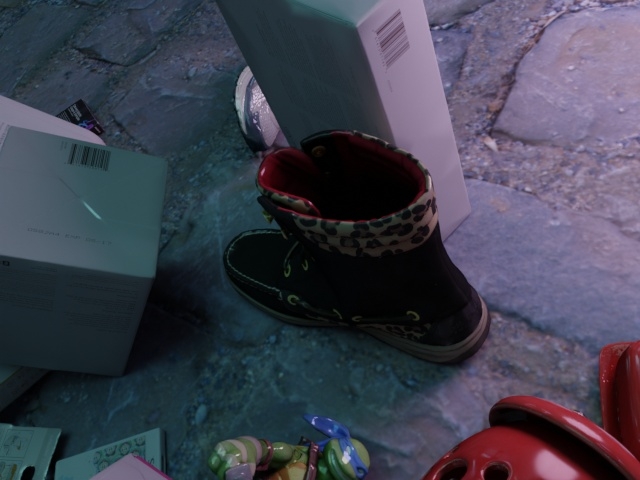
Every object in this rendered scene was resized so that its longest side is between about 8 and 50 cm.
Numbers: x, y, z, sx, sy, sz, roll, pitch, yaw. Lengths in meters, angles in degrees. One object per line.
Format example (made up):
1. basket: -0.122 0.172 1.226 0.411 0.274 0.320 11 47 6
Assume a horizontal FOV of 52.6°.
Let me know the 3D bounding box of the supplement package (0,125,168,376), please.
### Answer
1. supplement package: -0.332 0.027 0.859 0.199 0.263 0.198 11 50 -19

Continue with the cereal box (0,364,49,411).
1. cereal box: -0.525 0.211 0.937 0.173 0.047 0.240 16 43 32

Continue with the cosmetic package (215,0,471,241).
1. cosmetic package: 0.030 -0.181 0.819 0.097 0.377 0.284 -45 52 -14

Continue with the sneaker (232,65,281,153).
1. sneaker: -0.062 -0.270 1.105 0.122 0.110 0.283 0 56 19

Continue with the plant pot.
1. plant pot: 0.183 0.249 0.567 0.191 0.191 0.174 30 62 37

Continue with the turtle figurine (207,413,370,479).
1. turtle figurine: -0.072 0.298 0.620 0.266 0.198 0.275 -31 35 10

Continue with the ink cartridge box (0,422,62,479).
1. ink cartridge box: -0.468 0.340 0.874 0.224 0.056 0.181 1 55 10

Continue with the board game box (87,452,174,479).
1. board game box: -0.149 0.358 0.488 0.224 0.097 0.303 32 91 6

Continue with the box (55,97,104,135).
1. box: -0.526 -0.210 1.312 0.162 0.029 0.116 -38 51 -5

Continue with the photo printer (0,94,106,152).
1. photo printer: -0.525 -0.113 1.090 0.107 0.307 0.256 -43 33 50

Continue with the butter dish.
1. butter dish: 0.350 0.148 0.608 0.160 0.118 0.160 -4 54 21

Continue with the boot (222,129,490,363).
1. boot: 0.000 0.000 0.758 0.377 0.284 0.138 18 64 32

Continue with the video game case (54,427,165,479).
1. video game case: -0.266 0.324 0.809 0.157 0.019 0.143 -20 50 9
